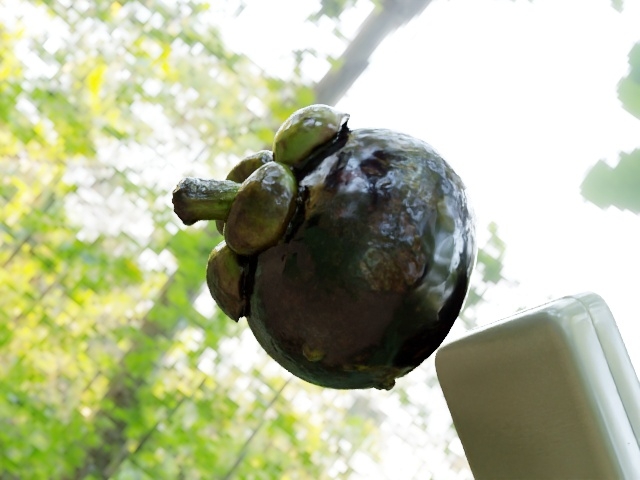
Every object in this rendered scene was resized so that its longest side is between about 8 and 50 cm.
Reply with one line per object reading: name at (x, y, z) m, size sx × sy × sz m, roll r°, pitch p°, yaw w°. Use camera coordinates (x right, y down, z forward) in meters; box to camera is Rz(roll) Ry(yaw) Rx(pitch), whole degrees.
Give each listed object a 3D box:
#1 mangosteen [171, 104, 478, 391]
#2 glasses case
mangosteen at (0.000, 0.000, 1.107) m, size 0.217 × 0.192 × 0.192 m, roll 24°, pitch -14°, yaw -15°
glasses case at (0.195, 0.200, 1.144) m, size 0.131 × 0.070 × 0.312 m, roll -24°, pitch -96°, yaw 43°
